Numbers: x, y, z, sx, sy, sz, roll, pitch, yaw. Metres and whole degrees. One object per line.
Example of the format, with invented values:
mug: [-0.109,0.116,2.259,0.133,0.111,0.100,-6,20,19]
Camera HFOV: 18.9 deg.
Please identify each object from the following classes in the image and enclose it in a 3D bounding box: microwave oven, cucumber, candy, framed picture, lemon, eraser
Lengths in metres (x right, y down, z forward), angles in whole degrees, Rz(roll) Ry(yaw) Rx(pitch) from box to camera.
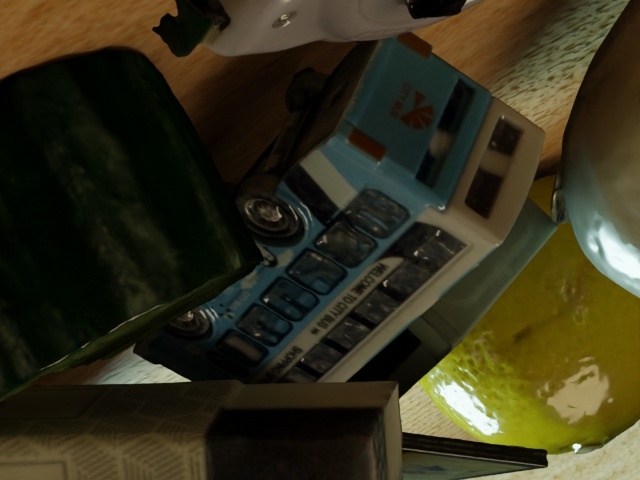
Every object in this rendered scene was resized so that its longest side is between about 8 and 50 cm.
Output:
microwave oven: [0.040,0.033,1.329,0.162,0.122,0.208,-47,179,-37]
cucumber: [-0.123,-0.003,0.969,0.191,0.130,0.191,-26,173,-4]
candy: [0.275,-0.079,1.243,0.295,0.185,0.295,-50,162,-23]
framed picture: [-0.059,0.135,1.249,0.338,0.014,0.255,10,165,-23]
lemon: [0.191,0.074,1.621,0.240,0.219,0.240,-25,169,-5]
eraser: [-0.162,0.131,0.998,0.404,0.096,0.098,-3,-168,11]

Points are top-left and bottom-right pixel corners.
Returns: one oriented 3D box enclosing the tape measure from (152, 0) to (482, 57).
tape measure: [0.046,-0.148,0.806,0.196,0.105,0.178,-15,160,-40]

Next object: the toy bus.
toy bus: [0.000,0.000,1.110,0.297,0.131,0.106,-47,-165,54]
